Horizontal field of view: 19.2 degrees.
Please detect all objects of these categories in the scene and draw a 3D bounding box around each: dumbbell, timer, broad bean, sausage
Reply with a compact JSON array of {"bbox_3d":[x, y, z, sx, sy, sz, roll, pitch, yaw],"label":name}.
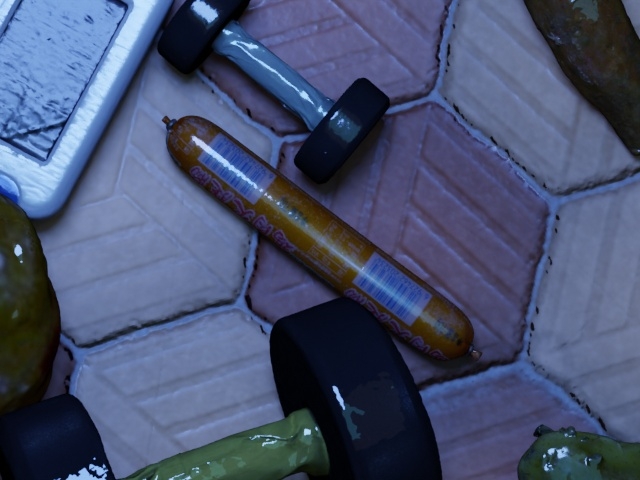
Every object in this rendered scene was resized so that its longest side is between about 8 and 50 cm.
[{"bbox_3d":[-0.084,0.187,1.536,0.322,0.204,0.204,-19,87,-14],"label":"dumbbell"},{"bbox_3d":[-0.251,-0.158,1.634,0.178,0.078,0.253,29,85,-4],"label":"timer"},{"bbox_3d":[-0.289,0.067,1.583,0.122,0.156,0.228,4,89,-37],"label":"broad bean"},{"bbox_3d":[-0.040,-0.143,1.639,0.191,0.100,0.100,40,83,-1],"label":"dumbbell"},{"bbox_3d":[0.000,0.000,1.653,0.348,0.053,0.053,37,83,-1],"label":"sausage"}]

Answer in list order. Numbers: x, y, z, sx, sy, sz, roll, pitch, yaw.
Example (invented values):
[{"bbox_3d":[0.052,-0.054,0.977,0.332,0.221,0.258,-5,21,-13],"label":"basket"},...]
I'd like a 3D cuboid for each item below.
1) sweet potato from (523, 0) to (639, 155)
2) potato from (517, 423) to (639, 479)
[{"bbox_3d":[0.228,-0.210,1.675,0.097,0.097,0.292,-19,91,-6],"label":"sweet potato"},{"bbox_3d":[0.277,0.228,1.639,0.225,0.090,0.117,20,83,-4],"label":"potato"}]
